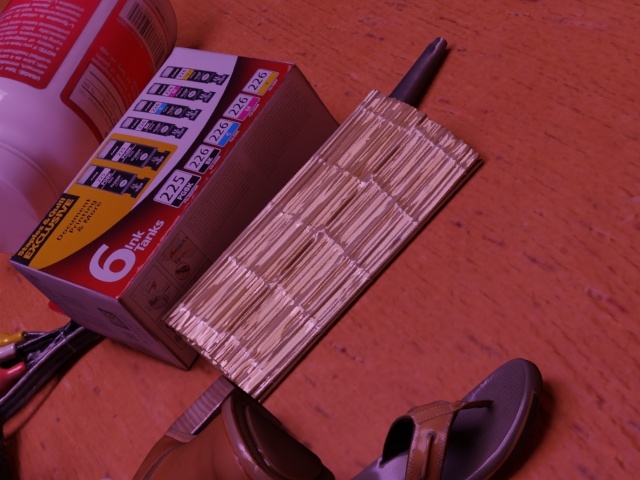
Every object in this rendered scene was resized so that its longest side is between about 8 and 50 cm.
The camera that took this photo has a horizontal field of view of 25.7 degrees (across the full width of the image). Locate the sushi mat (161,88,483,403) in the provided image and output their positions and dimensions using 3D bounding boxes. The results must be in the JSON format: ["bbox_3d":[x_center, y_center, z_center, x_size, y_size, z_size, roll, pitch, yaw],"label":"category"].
[{"bbox_3d":[0.000,0.000,1.331,0.316,0.019,0.151,-47,51,-5],"label":"sushi mat"}]

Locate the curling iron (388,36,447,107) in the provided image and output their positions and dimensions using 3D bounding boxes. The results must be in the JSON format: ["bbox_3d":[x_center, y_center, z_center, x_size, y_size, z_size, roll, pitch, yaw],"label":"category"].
[{"bbox_3d":[0.052,-0.111,1.445,0.068,0.035,0.274,6,56,55],"label":"curling iron"}]

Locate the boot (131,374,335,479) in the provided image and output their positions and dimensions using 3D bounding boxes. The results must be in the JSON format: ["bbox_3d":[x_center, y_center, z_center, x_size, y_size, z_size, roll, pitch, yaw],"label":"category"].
[{"bbox_3d":[-0.108,0.226,1.106,0.220,0.109,0.283,-52,20,-4],"label":"boot"}]

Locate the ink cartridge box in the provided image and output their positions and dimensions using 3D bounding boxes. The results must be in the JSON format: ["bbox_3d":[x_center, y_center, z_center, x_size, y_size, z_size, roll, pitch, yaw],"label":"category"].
[{"bbox_3d":[-0.169,-0.048,1.504,0.272,0.130,0.309,14,62,45],"label":"ink cartridge box"}]

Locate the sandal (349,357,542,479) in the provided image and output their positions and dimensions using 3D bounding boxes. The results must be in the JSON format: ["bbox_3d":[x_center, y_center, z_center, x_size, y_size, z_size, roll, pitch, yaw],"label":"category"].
[{"bbox_3d":[0.070,0.158,1.039,0.219,0.060,0.090,-35,30,17],"label":"sandal"}]

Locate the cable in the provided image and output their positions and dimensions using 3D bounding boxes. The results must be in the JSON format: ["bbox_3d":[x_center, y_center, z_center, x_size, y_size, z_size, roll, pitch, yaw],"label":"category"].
[{"bbox_3d":[-0.310,0.114,1.574,0.287,0.072,0.139,-35,27,17],"label":"cable"}]

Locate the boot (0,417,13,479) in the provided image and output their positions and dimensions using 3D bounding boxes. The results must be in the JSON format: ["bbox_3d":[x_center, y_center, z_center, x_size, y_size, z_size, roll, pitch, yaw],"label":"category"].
[{"bbox_3d":[-0.439,0.312,1.479,0.269,0.089,0.236,-42,30,13],"label":"boot"}]

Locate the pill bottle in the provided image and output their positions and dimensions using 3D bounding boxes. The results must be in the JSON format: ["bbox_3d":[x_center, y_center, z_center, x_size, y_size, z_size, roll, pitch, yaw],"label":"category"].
[{"bbox_3d":[-0.365,-0.188,1.885,0.229,0.229,0.407,-17,38,40],"label":"pill bottle"}]

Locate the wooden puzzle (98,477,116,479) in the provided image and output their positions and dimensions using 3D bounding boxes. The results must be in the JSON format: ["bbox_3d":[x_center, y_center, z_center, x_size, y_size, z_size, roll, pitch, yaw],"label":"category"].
[{"bbox_3d":[-0.259,0.302,1.170,0.221,0.044,0.238,-53,1,1],"label":"wooden puzzle"}]
